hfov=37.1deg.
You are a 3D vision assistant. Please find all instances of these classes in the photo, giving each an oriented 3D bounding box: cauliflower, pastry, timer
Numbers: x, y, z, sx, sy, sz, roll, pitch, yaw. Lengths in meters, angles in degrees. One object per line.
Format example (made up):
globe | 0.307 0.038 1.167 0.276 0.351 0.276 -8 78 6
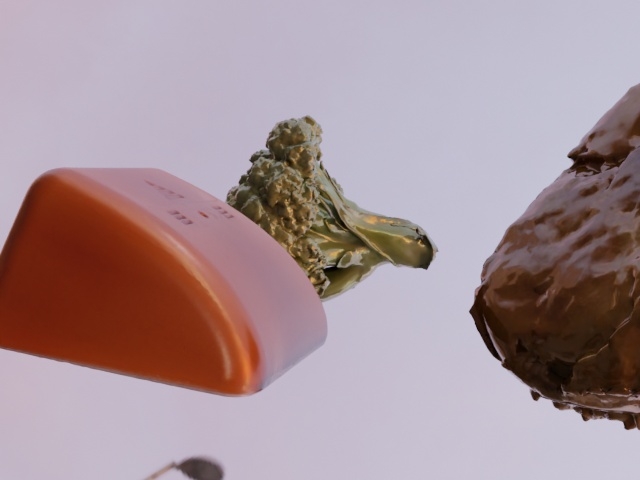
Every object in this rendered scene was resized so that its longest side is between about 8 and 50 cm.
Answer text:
cauliflower | -0.020 -0.010 1.368 0.260 0.281 0.327 43 -60 50
pastry | 0.265 0.006 0.701 0.162 0.311 0.255 42 -3 -24
timer | -0.127 0.047 0.854 0.250 0.257 0.161 25 -81 11
